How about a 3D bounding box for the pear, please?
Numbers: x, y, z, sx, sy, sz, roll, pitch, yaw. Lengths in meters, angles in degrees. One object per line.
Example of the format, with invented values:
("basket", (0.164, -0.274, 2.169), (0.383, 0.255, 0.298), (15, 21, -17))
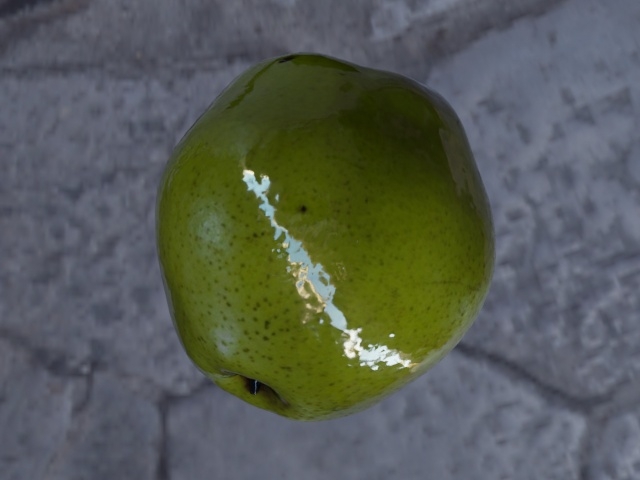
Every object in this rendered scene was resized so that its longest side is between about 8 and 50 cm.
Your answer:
("pear", (0.000, 0.000, 1.474), (0.294, 0.294, 0.294), (-3, 124, -4))
